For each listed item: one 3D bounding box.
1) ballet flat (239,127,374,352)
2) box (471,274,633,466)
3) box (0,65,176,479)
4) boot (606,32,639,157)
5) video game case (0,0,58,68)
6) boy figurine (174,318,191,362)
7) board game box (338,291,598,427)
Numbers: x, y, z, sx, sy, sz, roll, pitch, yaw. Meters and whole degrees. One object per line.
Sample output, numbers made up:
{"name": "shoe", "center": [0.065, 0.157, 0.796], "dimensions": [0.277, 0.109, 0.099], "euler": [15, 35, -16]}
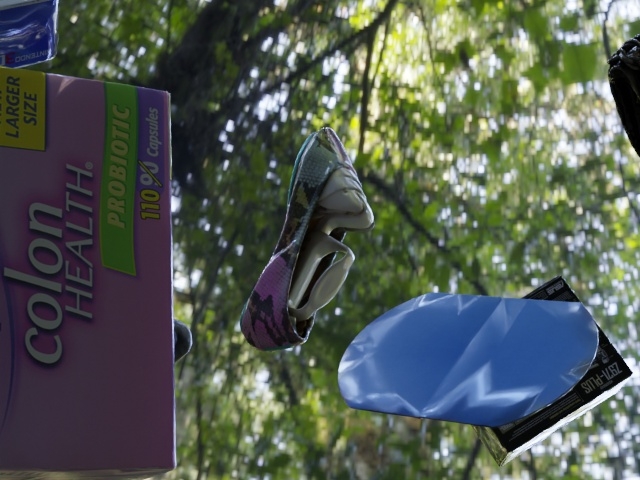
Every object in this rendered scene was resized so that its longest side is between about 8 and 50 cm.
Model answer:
{"name": "ballet flat", "center": [0.000, 0.000, 1.110], "dimensions": [0.079, 0.221, 0.077], "euler": [3, -30, 35]}
{"name": "box", "center": [0.247, 0.153, 1.493], "dimensions": [0.180, 0.147, 0.077], "euler": [-30, -19, -13]}
{"name": "box", "center": [-0.184, 0.043, 0.753], "dimensions": [0.117, 0.213, 0.243], "euler": [5, -18, -27]}
{"name": "boot", "center": [0.372, -0.227, 1.297], "dimensions": [0.091, 0.229, 0.263], "euler": [10, -51, 50]}
{"name": "video game case", "center": [-0.392, -0.174, 1.008], "dimensions": [0.244, 0.269, 0.061], "euler": [22, -62, 29]}
{"name": "boy figurine", "center": [-0.190, 0.051, 1.110], "dimensions": [0.092, 0.177, 0.285], "euler": [-32, -17, 0]}
{"name": "board game box", "center": [0.096, 0.086, 0.819], "dimensions": [0.169, 0.133, 0.033], "euler": [2, -58, 33]}
